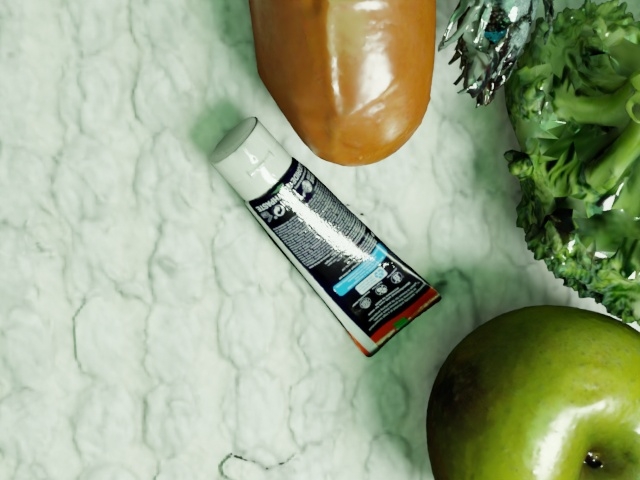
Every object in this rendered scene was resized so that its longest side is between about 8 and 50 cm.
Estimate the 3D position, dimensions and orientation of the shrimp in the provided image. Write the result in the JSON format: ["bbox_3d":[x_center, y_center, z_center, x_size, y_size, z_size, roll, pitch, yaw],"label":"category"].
[{"bbox_3d":[0.115,-0.173,0.761,0.082,0.076,0.174,17,75,-47],"label":"shrimp"}]

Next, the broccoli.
[{"bbox_3d":[0.224,-0.047,0.776,0.198,0.226,0.176,-12,130,12],"label":"broccoli"}]

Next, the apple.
[{"bbox_3d":[0.164,0.137,0.812,0.196,0.157,0.196,-3,105,-12],"label":"apple"}]

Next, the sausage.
[{"bbox_3d":[0.012,-0.176,0.744,0.133,0.133,0.258,-8,101,-10],"label":"sausage"}]

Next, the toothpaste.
[{"bbox_3d":[0.000,0.000,0.818,0.071,0.045,0.193,-42,111,7],"label":"toothpaste"}]
